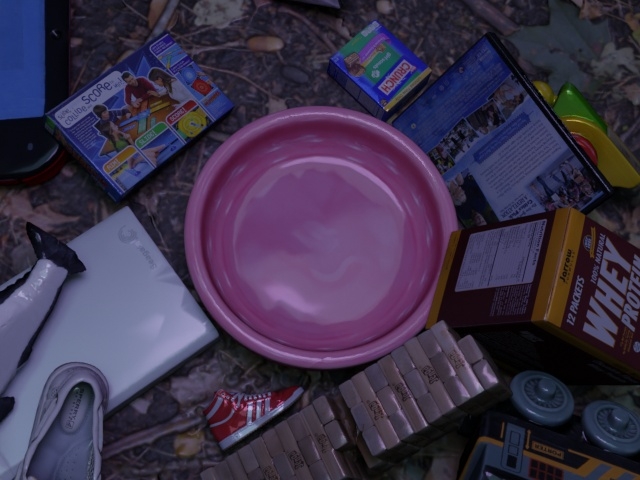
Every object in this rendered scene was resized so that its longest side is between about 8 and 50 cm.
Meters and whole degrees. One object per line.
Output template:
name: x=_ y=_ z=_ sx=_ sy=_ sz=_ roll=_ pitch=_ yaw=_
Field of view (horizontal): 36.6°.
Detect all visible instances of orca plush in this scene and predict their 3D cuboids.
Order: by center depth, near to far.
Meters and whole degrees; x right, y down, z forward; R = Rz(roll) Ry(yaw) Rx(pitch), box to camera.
orca plush: x=-0.396 y=0.105 z=1.077 sx=0.102 sy=0.151 sz=0.287 roll=14 pitch=72 yaw=34

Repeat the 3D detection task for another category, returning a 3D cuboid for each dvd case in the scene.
dvd case: x=0.222 y=-0.106 z=1.211 sx=0.022 sy=0.180 sz=0.253 roll=-14 pitch=67 yaw=-55

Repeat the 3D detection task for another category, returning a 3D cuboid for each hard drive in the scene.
hard drive: x=-0.303 y=0.123 z=1.150 sx=0.307 sy=0.040 sz=0.203 roll=-35 pitch=78 yaw=-13

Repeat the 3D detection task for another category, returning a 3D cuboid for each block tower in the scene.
block tower: x=0.038 y=0.211 z=1.054 sx=0.335 sy=0.097 sz=0.091 roll=-33 pitch=64 yaw=9

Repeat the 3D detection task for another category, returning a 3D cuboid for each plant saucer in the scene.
plant saucer: x=0.000 y=0.000 z=1.190 sx=0.332 sy=0.084 sz=0.332 roll=2 pitch=72 yaw=-5

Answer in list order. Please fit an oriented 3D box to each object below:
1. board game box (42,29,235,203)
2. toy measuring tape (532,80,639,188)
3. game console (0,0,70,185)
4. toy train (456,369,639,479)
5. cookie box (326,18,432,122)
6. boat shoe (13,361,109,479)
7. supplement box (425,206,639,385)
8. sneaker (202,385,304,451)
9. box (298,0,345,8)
board game box: x=-0.225 y=-0.158 z=1.216 sx=0.136 sy=0.035 sz=0.201 roll=48 pitch=62 yaw=0
toy measuring tape: x=0.357 y=-0.066 z=1.242 sx=0.121 sy=0.121 sz=0.330 roll=-44 pitch=98 yaw=-16
game console: x=-0.490 y=-0.246 z=1.246 sx=0.342 sy=0.060 sz=0.387 roll=-3 pitch=72 yaw=-6
toy train: x=0.302 y=0.274 z=1.064 sx=0.334 sy=0.142 sz=0.190 roll=21 pitch=38 yaw=4
cookie box: x=0.078 y=-0.225 z=1.291 sx=0.107 sy=0.040 sz=0.092 roll=44 pitch=73 yaw=9
boat shoe: x=-0.289 y=0.272 z=1.048 sx=0.098 sy=0.096 sz=0.277 roll=9 pitch=86 yaw=-15
supplement box: x=0.263 y=0.072 z=1.094 sx=0.191 sy=0.194 sz=0.129 roll=27 pitch=69 yaw=-26
sneaker: x=-0.082 y=0.189 z=1.143 sx=0.118 sy=0.042 sz=0.067 roll=-33 pitch=80 yaw=-11
box: x=-0.003 y=-0.468 z=1.317 sx=0.169 sy=0.087 sz=0.290 roll=16 pitch=70 yaw=21
